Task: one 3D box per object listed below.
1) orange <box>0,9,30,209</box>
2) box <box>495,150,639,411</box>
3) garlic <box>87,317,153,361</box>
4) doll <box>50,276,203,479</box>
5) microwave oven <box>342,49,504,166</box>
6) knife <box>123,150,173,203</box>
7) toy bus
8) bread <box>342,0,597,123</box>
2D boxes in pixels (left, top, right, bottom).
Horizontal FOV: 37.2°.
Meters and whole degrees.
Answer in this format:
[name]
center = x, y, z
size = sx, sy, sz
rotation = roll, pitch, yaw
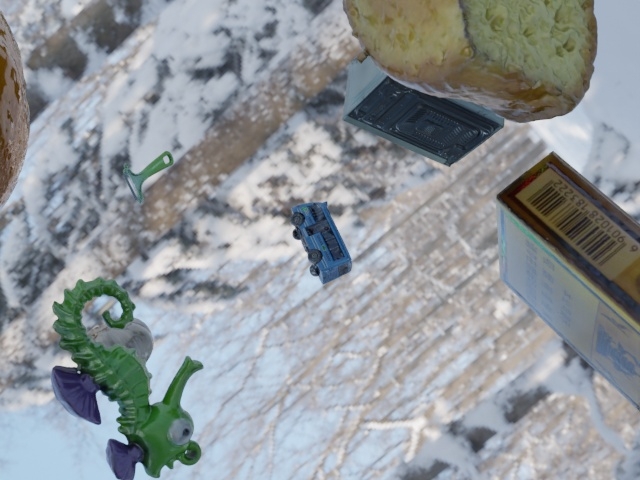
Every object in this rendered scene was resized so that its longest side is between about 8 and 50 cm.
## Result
[orange]
center = -0.318, -0.089, 0.605
size = 0.261, 0.261, 0.261
rotation = 46, -167, -13
[box]
center = 0.305, 0.073, 0.931
size = 0.301, 0.084, 0.193
rotation = 47, 171, 28
[garlic]
center = -0.290, 0.159, 1.415
size = 0.113, 0.074, 0.094
rotation = -36, -80, -55
[doll]
center = -0.161, 0.119, 0.803
size = 0.190, 0.115, 0.050
rotation = 57, 156, -14
[microwave oven]
center = 0.160, -0.222, 1.459
size = 0.208, 0.162, 0.122
rotation = 21, -122, -22
[knife]
center = -0.323, -0.132, 1.789
size = 0.166, 0.022, 0.078
rotation = -55, -49, -59
[toy bus]
center = 0.000, 0.000, 0.989
size = 0.038, 0.046, 0.083
rotation = 84, 162, -64
[bread]
center = 0.116, -0.253, 0.865
size = 0.194, 0.179, 0.340
rotation = -3, -102, -36
